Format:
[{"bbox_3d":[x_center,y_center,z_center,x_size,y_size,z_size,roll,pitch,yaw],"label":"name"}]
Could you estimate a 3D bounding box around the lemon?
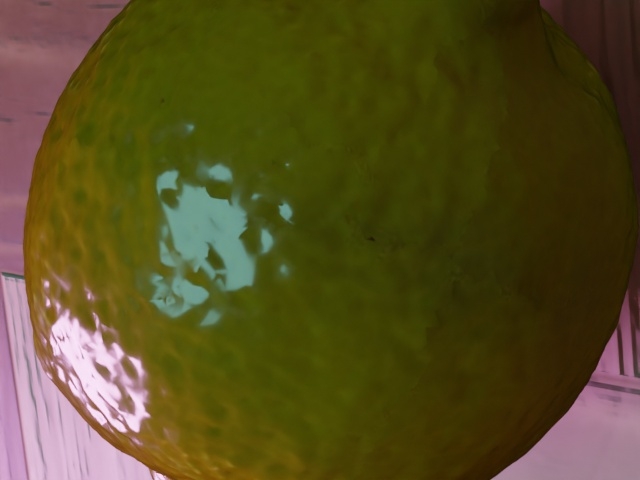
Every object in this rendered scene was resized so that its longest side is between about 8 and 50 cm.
[{"bbox_3d":[0.000,0.000,0.546,0.187,0.187,0.244,50,137,26],"label":"lemon"}]
